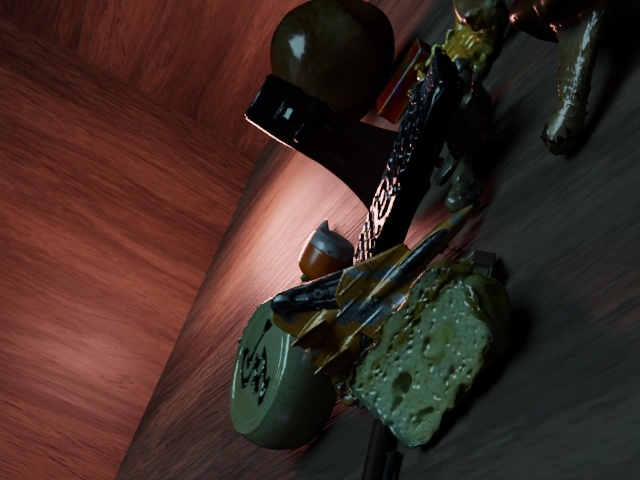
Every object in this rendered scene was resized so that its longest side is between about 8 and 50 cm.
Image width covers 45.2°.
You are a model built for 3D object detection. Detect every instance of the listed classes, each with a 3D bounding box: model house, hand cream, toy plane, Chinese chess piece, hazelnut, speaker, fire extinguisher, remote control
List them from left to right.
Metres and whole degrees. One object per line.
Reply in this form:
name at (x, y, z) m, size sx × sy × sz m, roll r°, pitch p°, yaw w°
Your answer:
Chinese chess piece at (-0.060, 0.212, 1.248) m, size 0.250 × 0.101 × 0.250 m, roll -45°, pitch 35°, yaw 45°
hand cream at (0.000, 0.000, 1.722) m, size 0.078 × 0.050 × 0.205 m, roll -59°, pitch 9°, yaw 9°
hazelnut at (0.037, -0.468, 2.026) m, size 0.366 × 0.365 × 0.366 m, roll -56°, pitch 13°, yaw 21°
speaker at (0.035, -0.205, 1.444) m, size 0.198 × 0.329 × 0.259 m, roll -53°, pitch 8°, yaw 32°
fire extinguisher at (0.069, 0.274, 0.901) m, size 0.049 × 0.035 × 0.173 m, roll -6°, pitch 44°, yaw 26°
toy plane at (0.094, 0.064, 1.071) m, size 0.316 × 0.204 × 0.103 m, roll -43°, pitch -13°, yaw 2°
remote control at (0.129, -0.088, 1.164) m, size 0.145 × 0.062 × 0.399 m, roll -87°, pitch 12°, yaw -52°
model house at (0.184, 0.048, 0.900) m, size 0.058 × 0.057 × 0.083 m, roll -28°, pitch 4°, yaw 18°

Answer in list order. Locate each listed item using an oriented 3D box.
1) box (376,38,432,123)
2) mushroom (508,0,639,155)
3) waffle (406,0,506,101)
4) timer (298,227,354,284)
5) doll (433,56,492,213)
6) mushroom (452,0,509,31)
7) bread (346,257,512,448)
box at (0.193, -0.359, 1.730) m, size 0.175 × 0.048 × 0.112 m, roll -56°, pitch 12°, yaw 25°
mushroom at (0.302, -0.208, 0.876) m, size 0.227 × 0.148 × 0.218 m, roll 137°, pitch 142°, yaw -80°
waffle at (0.247, -0.337, 1.443) m, size 0.262 × 0.060 × 0.280 m, roll -64°, pitch 16°, yaw -22°
timer at (0.006, 0.045, 1.496) m, size 0.136 × 0.099 × 0.136 m, roll -159°, pitch 90°, yaw -89°
doll at (0.215, -0.164, 1.146) m, size 0.286 × 0.091 × 0.203 m, roll -65°, pitch -26°, yaw -72°
mushroom at (0.285, -0.498, 1.216) m, size 0.254 × 0.267 × 0.267 m, roll -54°, pitch 12°, yaw -3°
bread at (0.127, 0.125, 0.852) m, size 0.128 × 0.088 × 0.232 m, roll 50°, pitch 125°, yaw 32°
